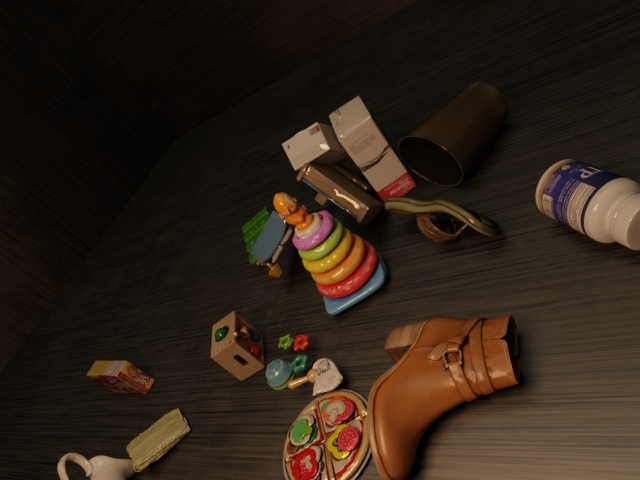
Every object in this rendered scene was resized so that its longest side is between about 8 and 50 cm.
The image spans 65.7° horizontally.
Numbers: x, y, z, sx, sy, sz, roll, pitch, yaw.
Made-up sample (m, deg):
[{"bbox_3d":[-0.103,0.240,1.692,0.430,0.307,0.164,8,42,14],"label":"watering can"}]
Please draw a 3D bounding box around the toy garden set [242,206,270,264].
[{"bbox_3d":[-0.145,-0.040,1.558,0.204,0.049,0.244,-39,30,8],"label":"toy garden set"}]

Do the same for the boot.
[{"bbox_3d":[0.201,0.238,0.777,0.220,0.109,0.283,-14,33,32],"label":"boot"}]

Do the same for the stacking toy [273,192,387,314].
[{"bbox_3d":[0.000,0.000,1.088,0.165,0.302,0.175,-34,30,12],"label":"stacking toy"}]

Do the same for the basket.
[{"bbox_3d":[0.336,-0.264,1.203,0.227,0.154,0.204,-45,31,-12],"label":"basket"}]

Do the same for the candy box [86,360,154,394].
[{"bbox_3d":[-0.578,0.394,1.431,0.186,0.109,0.053,-10,43,40],"label":"candy box"}]

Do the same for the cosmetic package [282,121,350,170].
[{"bbox_3d":[0.005,-0.248,1.341,0.117,0.085,0.231,-27,-2,24],"label":"cosmetic package"}]

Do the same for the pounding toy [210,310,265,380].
[{"bbox_3d":[-0.191,0.237,1.160,0.100,0.141,0.130,-34,31,12],"label":"pounding toy"}]

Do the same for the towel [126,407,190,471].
[{"bbox_3d":[-0.383,0.466,1.169,0.148,0.027,0.110,-36,26,-22],"label":"towel"}]

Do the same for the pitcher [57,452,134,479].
[{"bbox_3d":[-0.484,0.554,1.054,0.125,0.177,0.207,-52,28,12],"label":"pitcher"}]

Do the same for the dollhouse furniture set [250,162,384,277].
[{"bbox_3d":[0.008,-0.028,1.340,0.303,0.198,0.286,-58,-16,20],"label":"dollhouse furniture set"}]

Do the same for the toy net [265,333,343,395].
[{"bbox_3d":[-0.024,0.266,1.037,0.232,0.045,0.122,0,48,46],"label":"toy net"}]

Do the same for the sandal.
[{"bbox_3d":[0.253,-0.038,1.066,0.302,0.120,0.086,17,91,57],"label":"sandal"}]

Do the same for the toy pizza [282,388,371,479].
[{"bbox_3d":[0.007,0.357,0.892,0.201,0.032,0.201,-29,33,21],"label":"toy pizza"}]

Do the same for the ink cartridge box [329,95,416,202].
[{"bbox_3d":[0.135,-0.237,1.299,0.100,0.237,0.172,-33,32,13],"label":"ink cartridge box"}]

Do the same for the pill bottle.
[{"bbox_3d":[0.465,-0.060,0.826,0.112,0.112,0.187,-41,31,1],"label":"pill bottle"}]
